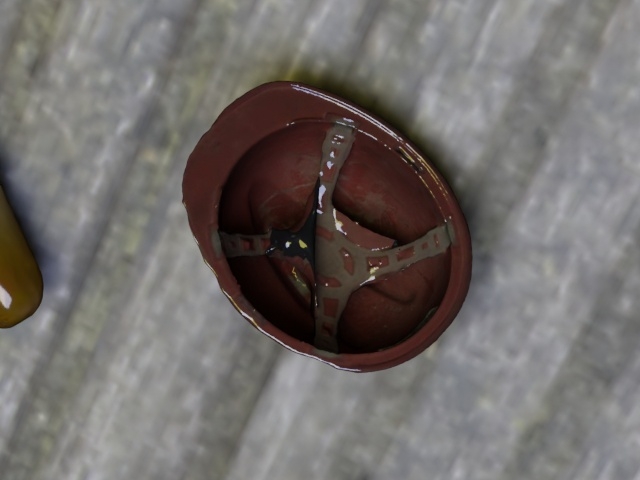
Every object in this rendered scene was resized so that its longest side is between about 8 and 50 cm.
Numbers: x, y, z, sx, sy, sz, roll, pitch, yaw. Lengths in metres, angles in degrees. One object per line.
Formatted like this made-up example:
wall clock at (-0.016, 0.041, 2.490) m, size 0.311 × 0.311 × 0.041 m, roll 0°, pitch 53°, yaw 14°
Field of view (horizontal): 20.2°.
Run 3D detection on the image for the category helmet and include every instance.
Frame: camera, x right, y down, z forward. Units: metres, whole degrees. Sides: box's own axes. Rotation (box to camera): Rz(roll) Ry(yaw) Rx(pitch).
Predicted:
helmet at (0.000, 0.000, 0.657) m, size 0.089 × 0.057 × 0.111 m, roll -42°, pitch 86°, yaw -12°

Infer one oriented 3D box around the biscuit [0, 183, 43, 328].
biscuit at (-0.182, -0.074, 0.692) m, size 0.164 × 0.047 × 0.208 m, roll 8°, pitch 109°, yaw 15°
